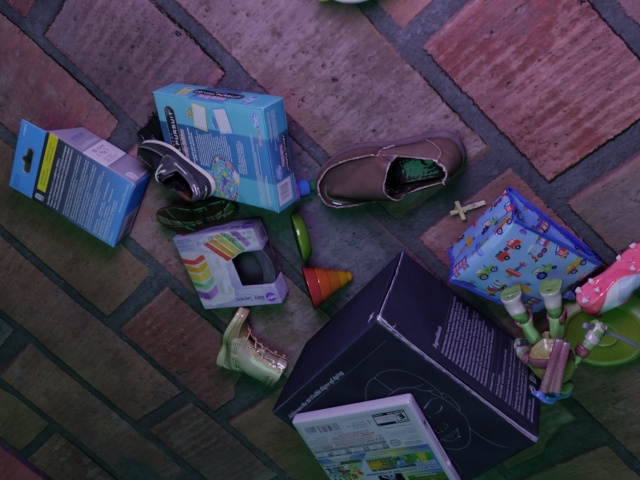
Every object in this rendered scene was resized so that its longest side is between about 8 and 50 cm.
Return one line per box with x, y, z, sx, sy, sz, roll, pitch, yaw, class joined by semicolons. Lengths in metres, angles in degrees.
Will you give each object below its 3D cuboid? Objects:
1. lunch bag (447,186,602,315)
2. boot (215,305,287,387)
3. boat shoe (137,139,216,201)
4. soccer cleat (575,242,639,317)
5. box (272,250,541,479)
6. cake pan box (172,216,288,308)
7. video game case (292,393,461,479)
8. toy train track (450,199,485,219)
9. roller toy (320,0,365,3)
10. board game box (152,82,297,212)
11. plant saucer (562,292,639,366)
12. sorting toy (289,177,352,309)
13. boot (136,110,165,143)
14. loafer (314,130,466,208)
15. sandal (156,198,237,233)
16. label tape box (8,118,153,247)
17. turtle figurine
0.476;0.057;1.549;0.293;0.138;0.221;31;124;-13;lunch bag
-0.186;0.311;1.960;0.203;0.095;0.262;24;128;4;boot
-0.362;-0.168;1.624;0.233;0.079;0.084;34;137;19;boat shoe
0.687;0.083;1.502;0.248;0.083;0.095;-41;123;22;soccer cleat
0.220;0.375;1.729;0.472;0.297;0.480;37;127;-7;box
-0.238;0.066;1.841;0.267;0.070;0.245;-5;121;22;cake pan box
0.137;0.518;1.654;0.329;0.036;0.300;-18;113;29;video game case
0.342;-0.078;1.570;0.083;0.014;0.048;-18;107;22;toy train track
0.064;-0.563;1.275;0.209;0.146;0.191;0;130;13;roller toy
-0.224;-0.223;1.585;0.336;0.079;0.253;15;127;32;board game box
0.680;0.219;1.623;0.241;0.037;0.241;9;123;14;plant saucer
0.000;0.000;1.710;0.126;0.127;0.365;-15;116;-5;sorting toy
-0.397;-0.262;1.702;0.099;0.045;0.121;-34;103;32;boot
0.139;-0.152;1.521;0.366;0.130;0.133;-16;114;28;loafer
-0.325;-0.077;1.790;0.219;0.060;0.090;-14;123;11;sandal
-0.644;-0.168;1.812;0.334;0.106;0.240;31;126;0;label tape box
0.528;0.201;1.535;0.198;0.275;0.266;10;130;62;turtle figurine
